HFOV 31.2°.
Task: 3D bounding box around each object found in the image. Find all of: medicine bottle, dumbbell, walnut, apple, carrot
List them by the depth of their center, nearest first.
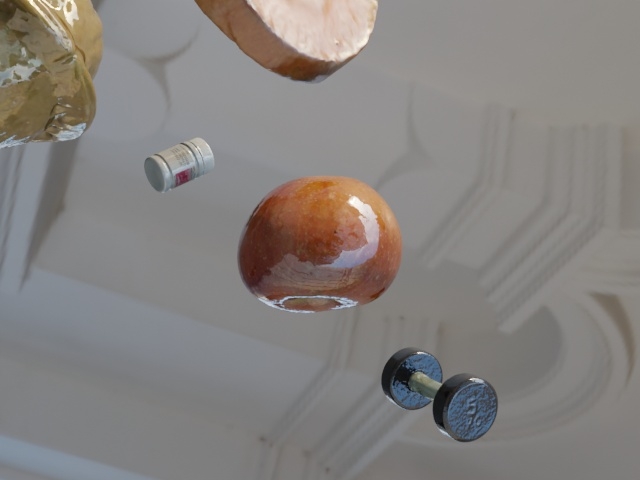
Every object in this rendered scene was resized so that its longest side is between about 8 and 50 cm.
[{"bbox_3d":[0.000,0.000,1.385,0.201,0.201,0.162,136,-44,-69],"label":"apple"},{"bbox_3d":[-0.051,-0.333,1.394,0.100,0.258,0.307,-39,-113,44],"label":"carrot"},{"bbox_3d":[-0.212,-0.114,1.721,0.091,0.058,0.058,-28,163,-32],"label":"medicine bottle"},{"bbox_3d":[0.178,0.232,1.748,0.191,0.100,0.100,20,-88,61],"label":"dumbbell"},{"bbox_3d":[-0.529,-0.296,1.845,0.383,0.383,0.384,-162,-90,-79],"label":"walnut"}]
